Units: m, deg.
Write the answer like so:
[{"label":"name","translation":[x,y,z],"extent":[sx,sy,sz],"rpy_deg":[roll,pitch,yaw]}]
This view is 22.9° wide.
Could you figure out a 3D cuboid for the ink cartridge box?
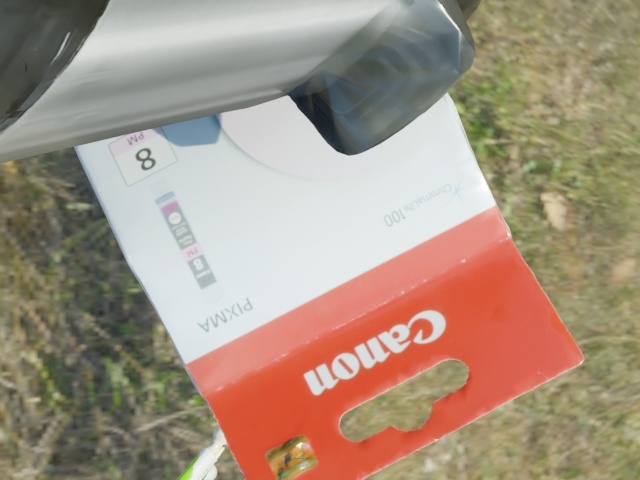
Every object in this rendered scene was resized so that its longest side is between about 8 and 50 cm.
[{"label":"ink cartridge box","translation":[0.000,0.000,0.823],"extent":[0.189,0.066,0.232],"rpy_deg":[-28,59,-3]}]

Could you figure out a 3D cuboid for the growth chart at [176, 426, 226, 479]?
[{"label":"growth chart","translation":[-0.138,0.241,1.281],"extent":[0.021,0.237,0.172],"rpy_deg":[40,69,6]}]

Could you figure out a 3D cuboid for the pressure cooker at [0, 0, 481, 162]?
[{"label":"pressure cooker","translation":[-0.106,-0.220,0.694],"extent":[0.375,0.420,0.370],"rpy_deg":[12,108,29]}]
